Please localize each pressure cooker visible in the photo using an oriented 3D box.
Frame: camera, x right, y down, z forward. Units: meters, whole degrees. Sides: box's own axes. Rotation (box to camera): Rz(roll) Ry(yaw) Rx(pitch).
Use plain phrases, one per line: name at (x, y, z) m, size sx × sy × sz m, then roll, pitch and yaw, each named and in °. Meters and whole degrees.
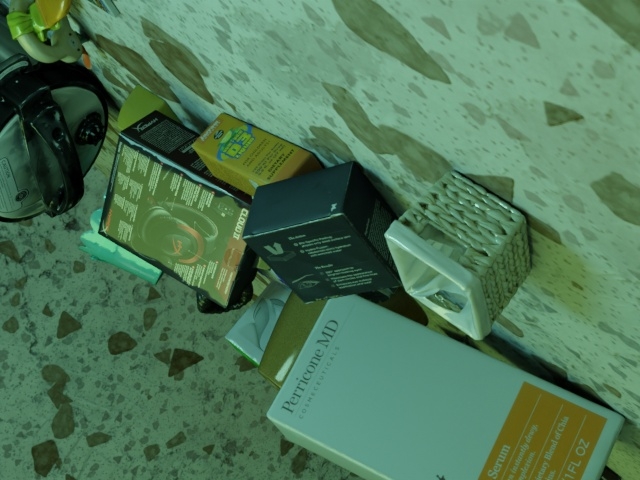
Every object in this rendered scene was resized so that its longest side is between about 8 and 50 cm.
pressure cooker at (-0.646, -0.248, 2.030) m, size 0.420 × 0.375 × 0.370 m, roll 36°, pitch -166°, yaw 18°

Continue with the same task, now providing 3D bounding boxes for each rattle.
rattle at (-0.405, -0.357, 1.637) m, size 0.200 × 0.143 × 0.130 m, roll 30°, pitch -146°, yaw -52°

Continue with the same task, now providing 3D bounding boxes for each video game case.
video game case at (-0.348, -0.373, 1.423) m, size 0.122 × 0.011 × 0.087 m, roll 35°, pitch 168°, yaw 26°

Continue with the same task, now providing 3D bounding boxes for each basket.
basket at (0.152, 0.017, 1.054) m, size 0.113 × 0.103 × 0.167 m, roll 35°, pitch 168°, yaw 25°

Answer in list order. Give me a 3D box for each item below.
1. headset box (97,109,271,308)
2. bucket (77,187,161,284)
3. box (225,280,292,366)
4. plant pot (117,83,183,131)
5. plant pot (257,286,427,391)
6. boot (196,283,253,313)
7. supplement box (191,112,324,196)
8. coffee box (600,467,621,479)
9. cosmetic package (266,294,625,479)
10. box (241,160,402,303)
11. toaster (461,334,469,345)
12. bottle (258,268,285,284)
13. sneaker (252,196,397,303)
headset box at (-0.200, -0.043, 1.623) m, size 0.293 × 0.110 × 0.218 m, roll 29°, pitch 127°, yaw 11°
bucket at (-0.366, -0.051, 2.115) m, size 0.183 × 0.281 × 0.281 m, roll 33°, pitch 170°, yaw -5°
box at (-0.014, 0.199, 2.010) m, size 0.262 × 0.231 × 0.127 m, roll 37°, pitch 170°, yaw 16°
plant pot at (-0.311, -0.211, 1.760) m, size 0.081 × 0.083 × 0.081 m, roll 33°, pitch 166°, yaw 33°
plant pot at (0.015, 0.165, 1.718) m, size 0.237 × 0.254 × 0.237 m, roll 39°, pitch 168°, yaw 10°
boot at (-0.234, -0.019, 1.821) m, size 0.348 × 0.131 × 0.260 m, roll 38°, pitch -144°, yaw -62°
supplement box at (-0.087, -0.109, 1.429) m, size 0.233 × 0.078 × 0.080 m, roll 27°, pitch 163°, yaw 48°
coffee box at (0.383, 0.469, 1.707) m, size 0.141 × 0.246 × 0.098 m, roll 38°, pitch 170°, yaw 15°
cosmetic package at (0.179, 0.273, 1.448) m, size 0.453 × 0.230 × 0.161 m, roll 23°, pitch 164°, yaw 19°
box at (0.010, -0.007, 1.293) m, size 0.156 × 0.093 × 0.158 m, roll -13°, pitch 137°, yaw 31°
toaster at (0.220, 0.262, 1.663) m, size 0.168 × 0.185 × 0.110 m, roll 37°, pitch 175°, yaw -29°
bottle at (-0.088, 0.026, 1.931) m, size 0.118 × 0.092 × 0.283 m, roll 44°, pitch 169°, yaw -22°
sneaker at (0.000, 0.000, 1.526) m, size 0.275 × 0.107 × 0.110 m, roll 43°, pitch 178°, yaw -14°
